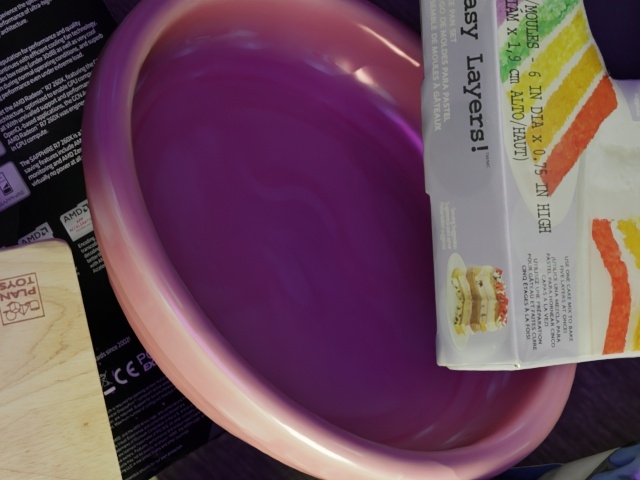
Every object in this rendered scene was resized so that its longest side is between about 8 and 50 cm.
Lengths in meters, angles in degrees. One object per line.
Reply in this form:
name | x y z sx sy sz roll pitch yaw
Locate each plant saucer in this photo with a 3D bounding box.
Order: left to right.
plant saucer | 0.000 0.000 1.113 0.332 0.332 0.084 47 131 -3

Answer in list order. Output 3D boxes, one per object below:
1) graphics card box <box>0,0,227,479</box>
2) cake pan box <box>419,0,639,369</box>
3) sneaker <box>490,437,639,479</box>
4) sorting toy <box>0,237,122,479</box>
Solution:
graphics card box | -0.192 -0.019 1.159 0.232 0.094 0.371 -32 91 -19
cake pan box | 0.167 -0.066 1.111 0.245 0.070 0.267 -1 88 -41
sneaker | 0.113 0.200 1.143 0.315 0.182 0.127 -15 82 -40
sorting toy | -0.235 0.151 1.037 0.257 0.089 0.256 -12 89 -12
